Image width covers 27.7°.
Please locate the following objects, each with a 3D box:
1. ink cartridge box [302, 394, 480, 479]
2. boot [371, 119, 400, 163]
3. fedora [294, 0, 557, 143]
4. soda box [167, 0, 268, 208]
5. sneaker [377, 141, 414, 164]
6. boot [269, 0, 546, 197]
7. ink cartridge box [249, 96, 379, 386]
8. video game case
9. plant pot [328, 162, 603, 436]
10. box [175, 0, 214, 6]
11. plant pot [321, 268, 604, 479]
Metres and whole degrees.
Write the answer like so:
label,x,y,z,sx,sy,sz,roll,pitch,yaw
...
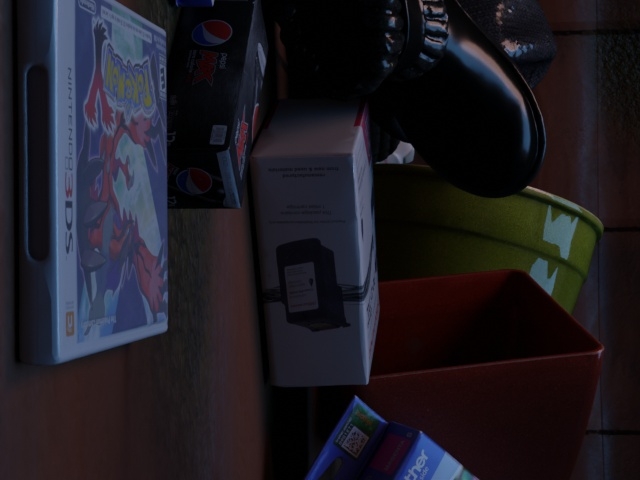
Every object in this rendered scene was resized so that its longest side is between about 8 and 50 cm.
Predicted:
label,x,y,z,sx,sy,sz,roll,pitch,yaw
ink cartridge box,0.100,0.310,1.263,0.311,0.065,0.186,42,72,-26
boot,0.053,-0.284,1.666,0.223,0.118,0.338,-89,179,-54
fedora,0.141,-0.207,1.442,0.152,0.334,0.334,57,-7,24
soda box,-0.073,-0.099,0.884,0.060,0.053,0.169,81,12,-47
sneaker,0.085,-0.173,1.811,0.090,0.115,0.232,82,1,-49
boot,0.082,-0.162,1.191,0.348,0.131,0.260,53,18,-8
ink cartridge box,0.000,0.000,1.255,0.172,0.100,0.237,-74,162,-65
video game case,-0.114,-0.035,0.681,0.201,0.023,0.184,-3,93,-83
plant pot,0.161,0.123,1.709,0.366,0.366,0.353,60,41,-75
box,-0.086,-0.226,0.893,0.081,0.028,0.136,80,10,-55
plant pot,0.135,0.193,1.421,0.267,0.267,0.236,-122,-151,-70
